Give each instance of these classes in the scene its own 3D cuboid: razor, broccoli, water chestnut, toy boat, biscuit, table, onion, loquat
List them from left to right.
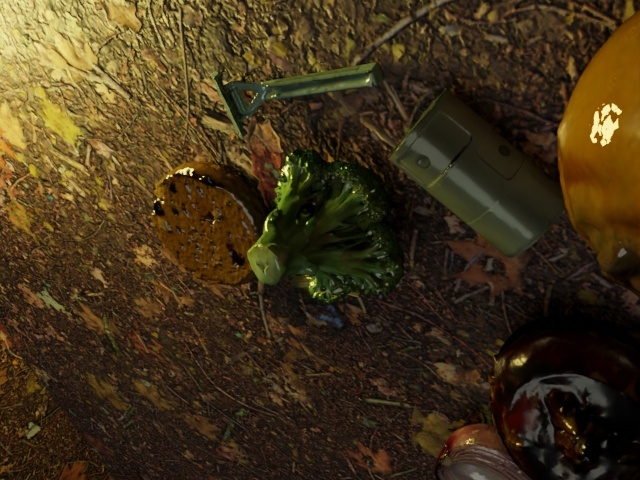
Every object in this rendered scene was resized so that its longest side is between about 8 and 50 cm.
[{"bbox_3d":[-0.216,-0.032,1.223,0.296,0.075,0.296,19,131,23],"label":"biscuit"},{"bbox_3d":[-0.034,-0.236,0.939,0.278,0.056,0.111,-4,127,28],"label":"razor"},{"bbox_3d":[0.000,0.000,0.964,0.269,0.269,0.254,19,121,18],"label":"broccoli"},{"bbox_3d":[0.012,0.084,1.184,0.172,0.065,0.066,1,115,40],"label":"toy boat"},{"bbox_3d":[0.216,-0.092,0.839,0.220,0.126,0.126,39,139,-2],"label":"table"},{"bbox_3d":[0.387,0.488,1.261,0.283,0.120,0.227,34,137,7],"label":"onion"},{"bbox_3d":[0.401,0.269,0.939,0.300,0.300,0.300,19,136,19],"label":"water chestnut"},{"bbox_3d":[0.389,-0.084,0.580,0.328,0.328,0.328,19,136,19],"label":"loquat"}]
